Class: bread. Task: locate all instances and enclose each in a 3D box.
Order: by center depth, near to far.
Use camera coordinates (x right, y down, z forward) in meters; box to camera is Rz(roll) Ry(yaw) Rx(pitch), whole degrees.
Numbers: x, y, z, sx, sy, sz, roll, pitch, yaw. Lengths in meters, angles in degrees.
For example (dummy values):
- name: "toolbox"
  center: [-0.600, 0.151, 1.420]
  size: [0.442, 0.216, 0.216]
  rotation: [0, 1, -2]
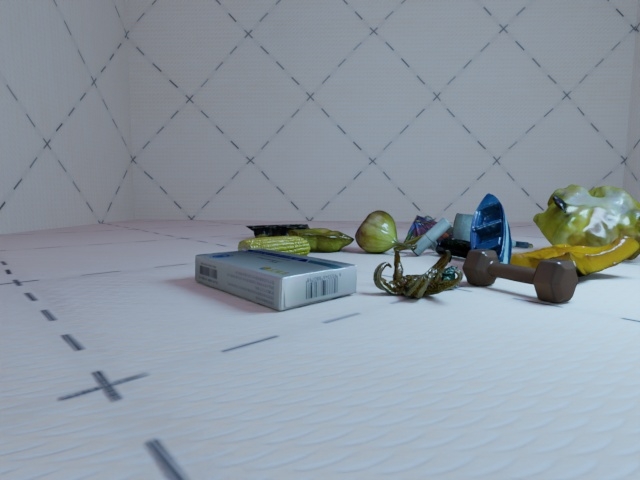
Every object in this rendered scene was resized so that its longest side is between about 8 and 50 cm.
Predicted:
- name: "bread"
  center: [0.000, 0.000, 1.508]
  size: [0.233, 0.088, 0.161]
  rotation: [2, 11, -13]

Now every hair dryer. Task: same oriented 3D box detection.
- name: "hair dryer"
  center: [0.408, -0.001, 1.432]
  size: [0.183, 0.155, 0.044]
  rotation: [16, 34, -57]

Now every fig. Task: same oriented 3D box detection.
- name: "fig"
  center: [0.220, -0.021, 1.429]
  size: [0.143, 0.160, 0.231]
  rotation: [45, -9, -22]

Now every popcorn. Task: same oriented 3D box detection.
- name: "popcorn"
  center: [0.881, -0.044, 1.337]
  size: [0.297, 0.281, 0.316]
  rotation: [-39, 53, -16]

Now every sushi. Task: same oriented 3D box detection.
- name: "sushi"
  center: [-0.188, -0.030, 1.934]
  size: [0.290, 0.050, 0.264]
  rotation: [-2, -8, 4]

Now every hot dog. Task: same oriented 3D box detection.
- name: "hot dog"
  center: [0.320, 0.012, 1.458]
  size: [0.137, 0.028, 0.044]
  rotation: [-25, -3, 30]

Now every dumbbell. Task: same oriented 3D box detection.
- name: "dumbbell"
  center: [0.415, 0.070, 0.871]
  size: [0.092, 0.082, 0.231]
  rotation: [-2, 6, -30]

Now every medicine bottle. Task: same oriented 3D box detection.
- name: "medicine bottle"
  center: [0.540, -0.021, 1.435]
  size: [0.147, 0.143, 0.147]
  rotation: [5, 5, 0]

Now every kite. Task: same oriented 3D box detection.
- name: "kite"
  center: [0.442, -0.032, 1.626]
  size: [0.321, 0.016, 0.234]
  rotation: [-9, 40, -13]

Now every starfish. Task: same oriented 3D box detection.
- name: "starfish"
  center: [0.212, 0.070, 0.844]
  size: [0.190, 0.074, 0.146]
  rotation: [4, 18, 43]

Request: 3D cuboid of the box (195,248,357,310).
- name: "box"
  center: [-0.110, 0.072, 0.897]
  size: [0.200, 0.065, 0.343]
  rotation: [-6, 9, -42]

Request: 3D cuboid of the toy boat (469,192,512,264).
- name: "toy boat"
  center: [0.472, -0.026, 1.123]
  size: [0.096, 0.062, 0.299]
  rotation: [-26, 29, 39]

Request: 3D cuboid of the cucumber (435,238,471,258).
- name: "cucumber"
  center: [0.466, 0.031, 1.313]
  size: [0.067, 0.067, 0.245]
  rotation: [-2, 5, -22]

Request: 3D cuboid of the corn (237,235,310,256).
- name: "corn"
  center: [-0.135, 0.027, 1.256]
  size: [0.248, 0.081, 0.081]
  rotation: [-4, 7, -44]

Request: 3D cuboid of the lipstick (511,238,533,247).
- name: "lipstick"
  center: [0.793, 0.015, 1.626]
  size: [0.116, 0.037, 0.037]
  rotation: [5, 6, -1]

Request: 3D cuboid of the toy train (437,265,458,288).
- name: "toy train"
  center: [0.278, 0.085, 0.928]
  size: [0.064, 0.044, 0.103]
  rotation: [-8, 2, 26]

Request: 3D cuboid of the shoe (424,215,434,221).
- name: "shoe"
  center: [0.462, -0.023, 1.746]
  size: [0.112, 0.099, 0.227]
  rotation: [-29, 23, 10]

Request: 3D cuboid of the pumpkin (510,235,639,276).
- name: "pumpkin"
  center: [0.624, 0.041, 1.094]
  size: [0.258, 0.095, 0.290]
  rotation: [-8, 6, -24]
